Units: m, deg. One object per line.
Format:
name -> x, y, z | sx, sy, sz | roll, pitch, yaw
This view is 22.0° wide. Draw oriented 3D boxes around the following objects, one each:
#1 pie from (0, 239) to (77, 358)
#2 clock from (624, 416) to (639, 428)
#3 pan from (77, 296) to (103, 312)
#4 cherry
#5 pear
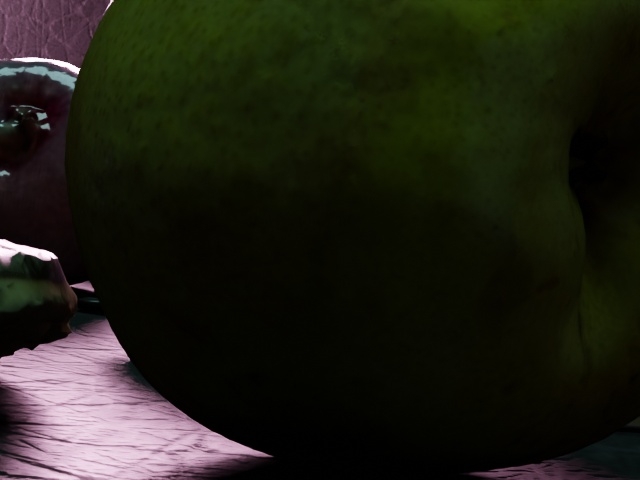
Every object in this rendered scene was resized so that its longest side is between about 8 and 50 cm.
pie -> -0.281, 0.024, 0.773 | 0.339, 0.077, 0.339 | 4, 2, 0
clock -> 0.164, 0.070, 1.015 | 0.192, 0.071, 0.147 | 7, 3, -22
pan -> -0.064, 0.052, 1.208 | 0.235, 0.028, 0.136 | 8, 2, 8
cherry -> -0.235, -0.053, 1.346 | 0.213, 0.184, 0.266 | 22, -9, 6
pear -> 0.029, -0.044, 0.730 | 0.303, 0.304, 0.304 | 7, 3, 0
